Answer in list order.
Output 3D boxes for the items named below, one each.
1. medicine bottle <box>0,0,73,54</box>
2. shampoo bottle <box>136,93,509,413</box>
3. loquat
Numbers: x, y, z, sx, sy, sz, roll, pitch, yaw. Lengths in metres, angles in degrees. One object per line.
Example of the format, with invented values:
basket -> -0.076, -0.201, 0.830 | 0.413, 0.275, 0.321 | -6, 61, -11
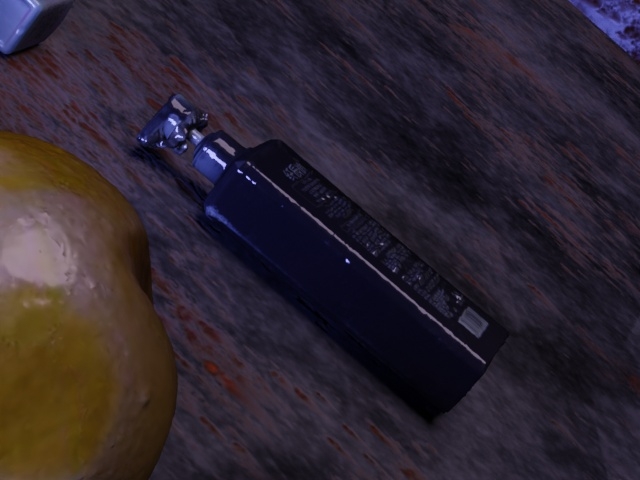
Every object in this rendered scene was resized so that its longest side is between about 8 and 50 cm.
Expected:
medicine bottle -> -0.228, -0.188, 1.510 | 0.074, 0.055, 0.118 | 40, 20, 4
shampoo bottle -> 0.000, 0.000, 1.486 | 0.309, 0.071, 0.098 | 41, 22, 4
loquat -> -0.160, 0.051, 0.940 | 0.213, 0.213, 0.213 | 34, 21, -15
